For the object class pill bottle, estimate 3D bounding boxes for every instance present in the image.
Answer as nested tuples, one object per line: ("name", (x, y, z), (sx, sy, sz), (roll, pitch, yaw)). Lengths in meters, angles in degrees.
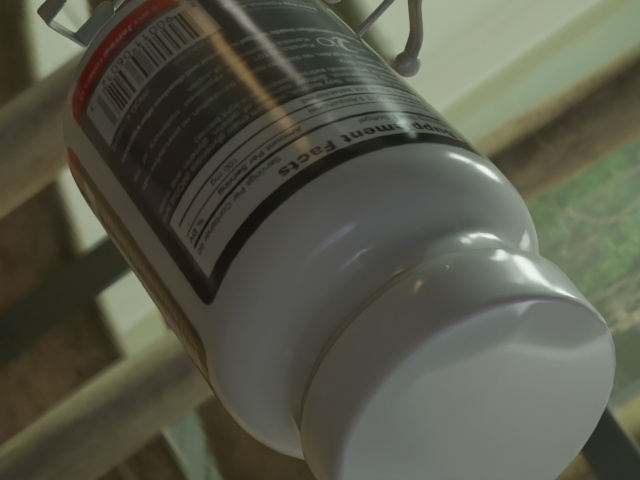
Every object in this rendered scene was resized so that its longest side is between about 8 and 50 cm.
("pill bottle", (0.000, 0.000, 0.917), (0.210, 0.210, 0.363), (48, 2, -46))

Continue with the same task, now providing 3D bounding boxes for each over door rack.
("over door rack", (-0.038, -0.200, 1.248), (0.239, 0.324, 0.108), (49, -2, 33))
